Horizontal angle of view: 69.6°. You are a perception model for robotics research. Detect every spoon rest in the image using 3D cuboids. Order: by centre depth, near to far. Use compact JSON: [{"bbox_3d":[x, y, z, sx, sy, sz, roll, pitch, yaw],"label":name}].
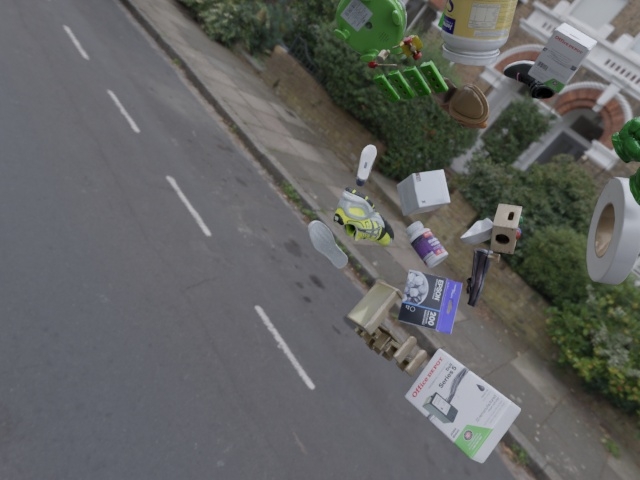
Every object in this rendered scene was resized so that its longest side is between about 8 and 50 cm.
[{"bbox_3d":[0.647,-0.040,1.850,0.276,0.137,0.084,-12,80,-57],"label":"spoon rest"}]

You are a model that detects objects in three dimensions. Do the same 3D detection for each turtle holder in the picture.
[{"bbox_3d":[0.224,-0.813,1.692,0.320,0.243,0.227,16,48,5],"label":"turtle holder"}]

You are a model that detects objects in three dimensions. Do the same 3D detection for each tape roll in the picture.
[{"bbox_3d":[1.071,-0.034,1.681,0.072,0.392,0.392,10,15,16],"label":"tape roll"}]

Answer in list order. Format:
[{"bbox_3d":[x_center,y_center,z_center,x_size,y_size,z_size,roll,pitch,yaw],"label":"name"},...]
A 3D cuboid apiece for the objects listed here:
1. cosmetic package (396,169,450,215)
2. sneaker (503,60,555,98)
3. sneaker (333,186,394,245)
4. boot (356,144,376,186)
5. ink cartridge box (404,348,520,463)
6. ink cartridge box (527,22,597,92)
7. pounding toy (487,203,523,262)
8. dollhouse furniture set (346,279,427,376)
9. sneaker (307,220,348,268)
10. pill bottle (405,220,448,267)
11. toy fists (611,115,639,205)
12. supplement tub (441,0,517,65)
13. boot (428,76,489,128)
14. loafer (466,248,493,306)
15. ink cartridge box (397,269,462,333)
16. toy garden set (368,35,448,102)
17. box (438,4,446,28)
[{"bbox_3d":[0.449,-0.208,2.023,0.183,0.151,0.151,148,-69,-76],"label":"cosmetic package"},{"bbox_3d":[1.003,-0.763,2.201,0.295,0.147,0.104,21,-16,32],"label":"sneaker"},{"bbox_3d":[0.163,-0.063,1.810,0.145,0.147,0.384,33,-5,42],"label":"sneaker"},{"bbox_3d":[0.206,-0.348,2.144,0.069,0.190,0.086,21,-19,1],"label":"boot"},{"bbox_3d":[0.425,0.495,1.404,0.115,0.198,0.273,38,-3,-43],"label":"ink cartridge box"},{"bbox_3d":[0.997,-0.754,1.906,0.160,0.219,0.092,41,61,15],"label":"ink cartridge box"},{"bbox_3d":[0.677,0.005,1.687,0.094,0.206,0.181,11,46,25],"label":"pounding toy"},{"bbox_3d":[0.224,0.275,1.491,0.242,0.161,0.212,51,-16,-30],"label":"dollhouse furniture set"},{"bbox_3d":[0.000,0.000,2.132,0.292,0.108,0.169,55,-9,-36],"label":"sneaker"},{"bbox_3d":[0.454,0.014,1.992,0.108,0.108,0.193,1,52,-58],"label":"pill bottle"},{"bbox_3d":[0.992,-0.241,1.383,0.096,0.142,0.279,-8,78,-28],"label":"toy fists"},{"bbox_3d":[0.565,-0.821,1.636,0.241,0.331,0.241,2,38,-1],"label":"supplement tub"},{"bbox_3d":[0.489,-0.416,1.516,0.220,0.109,0.283,28,14,-41],"label":"boot"},{"bbox_3d":[0.776,0.183,2.307,0.095,0.303,0.109,18,16,17],"label":"loafer"},{"bbox_3d":[0.421,0.236,1.773,0.208,0.206,0.045,12,-7,16],"label":"ink cartridge box"},{"bbox_3d":[0.265,-0.546,1.464,0.244,0.049,0.204,9,-27,51],"label":"toy garden set"},{"bbox_3d":[0.687,-1.062,2.054,0.231,0.262,0.127,-14,51,-34],"label":"box"}]
